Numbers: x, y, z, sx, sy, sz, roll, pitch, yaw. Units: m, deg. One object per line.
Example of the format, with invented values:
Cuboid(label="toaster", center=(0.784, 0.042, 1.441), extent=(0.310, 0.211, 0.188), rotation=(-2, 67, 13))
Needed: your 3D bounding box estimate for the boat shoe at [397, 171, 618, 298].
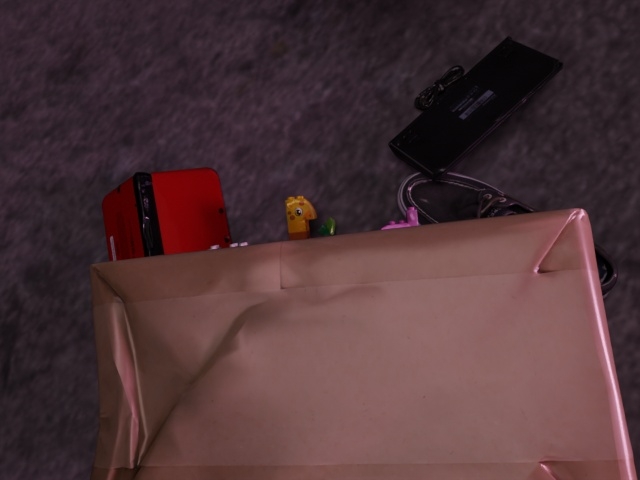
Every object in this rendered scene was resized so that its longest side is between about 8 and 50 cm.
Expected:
Cuboid(label="boat shoe", center=(0.178, -0.009, 0.580), extent=(0.228, 0.076, 0.080), rotation=(33, 86, 15))

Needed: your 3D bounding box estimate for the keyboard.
Cuboid(label="keyboard", center=(0.154, -0.144, 0.628), extent=(0.180, 0.023, 0.108), rotation=(-41, 51, -5))

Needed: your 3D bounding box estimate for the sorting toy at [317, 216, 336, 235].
Cuboid(label="sorting toy", center=(0.001, 0.017, 0.642), extent=(0.061, 0.012, 0.083), rotation=(-8, 78, 9))

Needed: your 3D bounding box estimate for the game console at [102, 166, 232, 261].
Cuboid(label="game console", center=(-0.175, 0.000, 0.679), extent=(0.124, 0.085, 0.144), rotation=(-24, 72, 38))

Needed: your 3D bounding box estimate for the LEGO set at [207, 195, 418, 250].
Cuboid(label="LEGO set", center=(0.000, 0.000, 0.591), extent=(0.227, 0.087, 0.093), rotation=(-6, 93, 6))

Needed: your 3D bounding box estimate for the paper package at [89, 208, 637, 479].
Cuboid(label="paper package", center=(0.036, 0.110, 0.457), extent=(0.309, 0.325, 0.168), rotation=(-7, 77, 10))
